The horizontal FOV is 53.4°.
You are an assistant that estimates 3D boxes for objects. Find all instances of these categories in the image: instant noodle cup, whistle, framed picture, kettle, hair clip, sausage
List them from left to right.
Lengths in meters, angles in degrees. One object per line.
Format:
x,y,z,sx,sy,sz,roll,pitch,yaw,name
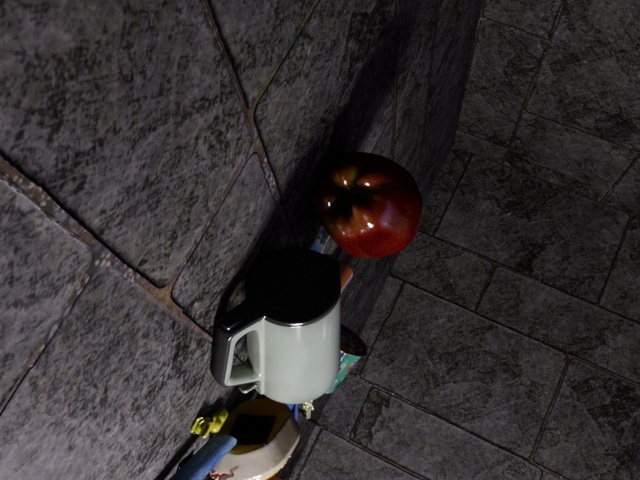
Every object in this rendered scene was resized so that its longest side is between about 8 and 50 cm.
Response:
-0.317,0.569,1.554,0.304,0.062,0.062,-36,148,-53,whistle
-0.275,0.466,1.631,0.072,0.046,0.173,-60,168,-7,hair clip
-0.110,0.234,1.566,0.361,0.250,0.376,-27,146,-22,kettle
0.000,0.000,1.956,0.109,0.011,0.149,-66,167,-2,framed picture
0.007,0.189,2.136,0.312,0.093,0.092,-51,160,-47,sausage
0.013,0.405,2.240,0.190,0.251,0.251,-60,168,13,instant noodle cup

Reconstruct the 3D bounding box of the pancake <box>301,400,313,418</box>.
-0.070,0.563,2.355,0.376,0.055,0.197,126,-46,-80,pancake

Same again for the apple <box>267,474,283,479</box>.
-0.209,0.888,1.921,0.363,0.364,0.363,-59,165,-27,apple

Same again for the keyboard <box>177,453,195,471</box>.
-0.377,0.670,1.649,0.250,0.017,0.087,-70,165,13,keyboard

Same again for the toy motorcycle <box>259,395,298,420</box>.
-0.166,0.626,2.179,0.212,0.125,0.358,-44,153,-37,toy motorcycle

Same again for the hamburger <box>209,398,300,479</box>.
-0.184,0.572,1.797,0.295,0.227,0.151,-33,121,-61,hamburger

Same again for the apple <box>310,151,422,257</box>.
0.128,-0.098,1.716,0.317,0.288,0.288,20,94,-63,apple
